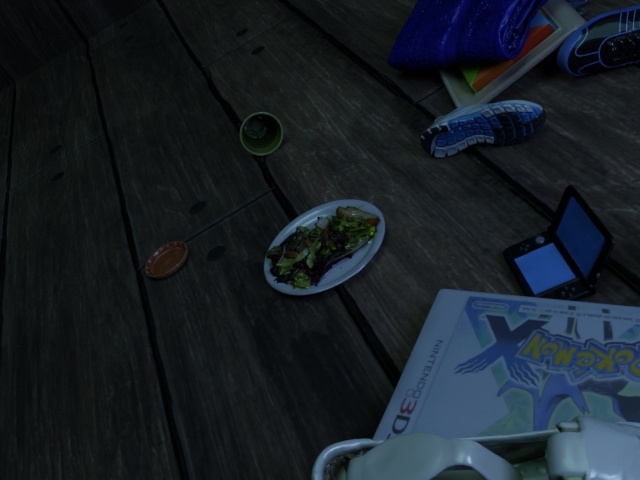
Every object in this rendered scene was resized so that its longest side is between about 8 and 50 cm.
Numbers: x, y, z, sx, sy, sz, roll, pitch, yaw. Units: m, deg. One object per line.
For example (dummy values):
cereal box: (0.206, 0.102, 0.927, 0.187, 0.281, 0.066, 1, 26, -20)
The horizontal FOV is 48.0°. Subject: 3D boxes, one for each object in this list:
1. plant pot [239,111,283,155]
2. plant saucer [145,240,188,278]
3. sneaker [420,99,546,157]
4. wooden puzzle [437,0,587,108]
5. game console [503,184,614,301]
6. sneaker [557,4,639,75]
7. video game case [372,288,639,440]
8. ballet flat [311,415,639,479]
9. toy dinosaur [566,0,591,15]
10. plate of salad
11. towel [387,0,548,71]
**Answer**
plant pot: (-0.120, -0.214, 1.391, 0.083, 0.083, 0.079, -31, 25, -1)
plant saucer: (-0.265, 0.035, 1.244, 0.083, 0.013, 0.083, -19, 37, 15)
sneaker: (0.251, -0.189, 1.110, 0.190, 0.071, 0.083, -6, 37, 29)
wooden puzzle: (0.310, -0.341, 1.229, 0.238, 0.044, 0.221, -34, 34, 19)
game console: (0.278, 0.010, 0.854, 0.107, 0.071, 0.122, -24, 36, 8)
sneaker: (0.478, -0.306, 1.077, 0.232, 0.081, 0.090, -24, 30, 6)
video game case: (0.217, 0.183, 0.716, 0.329, 0.036, 0.300, 4, 50, 37)
ballet flat: (0.168, 0.206, 0.589, 0.400, 0.139, 0.139, -12, 40, 25)
toy dinosaur: (0.438, -0.421, 1.278, 0.082, 0.047, 0.090, -24, 23, -20)
plate of salad: (0.000, 0.000, 1.075, 0.199, 0.048, 0.200, -18, 39, 15)
towel: (0.260, -0.404, 1.254, 0.228, 0.076, 0.308, -57, 30, -12)
